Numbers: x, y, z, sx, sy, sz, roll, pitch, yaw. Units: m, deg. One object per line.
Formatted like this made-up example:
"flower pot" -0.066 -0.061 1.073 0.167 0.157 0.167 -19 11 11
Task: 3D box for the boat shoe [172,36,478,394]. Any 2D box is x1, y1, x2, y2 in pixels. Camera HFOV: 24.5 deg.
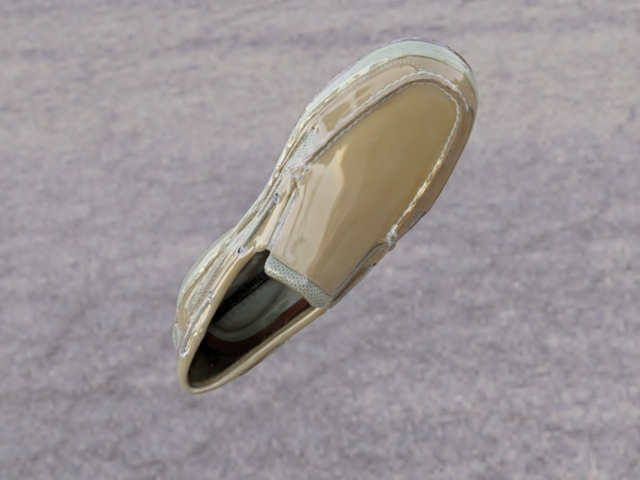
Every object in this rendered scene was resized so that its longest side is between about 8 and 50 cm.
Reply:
"boat shoe" 0.000 0.000 0.618 0.068 0.190 0.072 31 32 -11
